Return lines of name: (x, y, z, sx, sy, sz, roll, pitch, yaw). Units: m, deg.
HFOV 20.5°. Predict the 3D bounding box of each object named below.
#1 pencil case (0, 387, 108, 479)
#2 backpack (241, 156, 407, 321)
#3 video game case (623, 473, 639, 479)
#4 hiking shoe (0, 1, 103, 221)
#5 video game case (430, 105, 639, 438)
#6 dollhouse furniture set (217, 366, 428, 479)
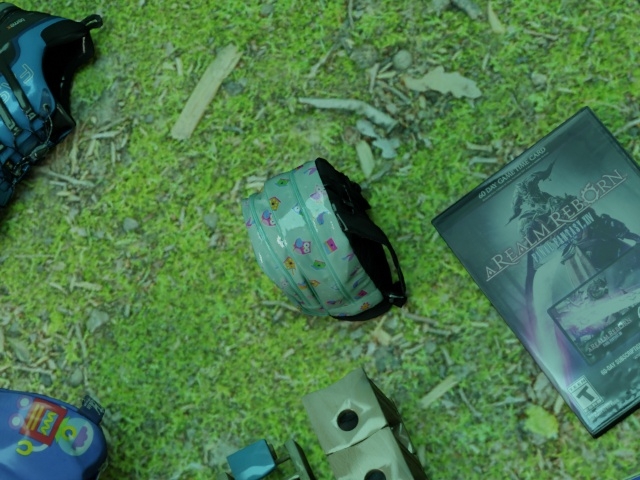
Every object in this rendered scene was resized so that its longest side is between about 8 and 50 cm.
pencil case: (-0.295, 0.288, 1.651, 0.133, 0.119, 0.306, 25, 69, -16)
backpack: (0.000, 0.000, 1.706, 0.115, 0.182, 0.152, -31, 66, 5)
video game case: (0.195, 0.292, 1.507, 0.269, 0.244, 0.061, -23, 66, 8)
hiking shoe: (-0.334, -0.117, 1.889, 0.132, 0.113, 0.304, 6, 73, 20)
video game case: (0.261, 0.026, 1.704, 0.196, 0.026, 0.274, -37, 66, 2)
dollhouse furniture set: (-0.002, 0.230, 1.653, 0.184, 0.129, 0.129, -27, 66, 5)
